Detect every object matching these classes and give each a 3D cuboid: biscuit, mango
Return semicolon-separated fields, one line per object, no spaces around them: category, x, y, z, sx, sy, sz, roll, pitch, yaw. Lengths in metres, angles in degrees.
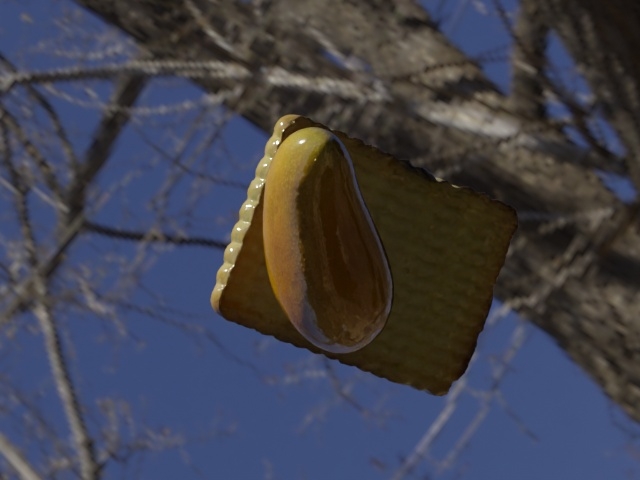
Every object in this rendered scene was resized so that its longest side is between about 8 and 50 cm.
biscuit;0.039;0.015;1.510;0.254;0.029;0.172;23;-93;-34
mango;0.000;0.000;1.362;0.085;0.102;0.184;-27;-56;-16
